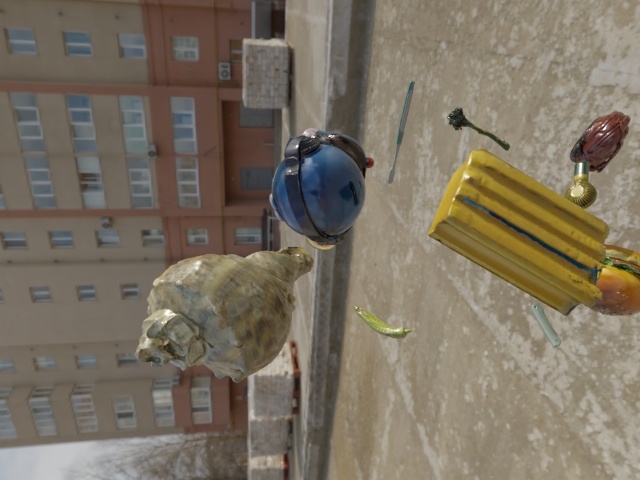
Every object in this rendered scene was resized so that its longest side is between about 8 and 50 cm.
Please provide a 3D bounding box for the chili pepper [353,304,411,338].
[{"bbox_3d":[0.185,0.265,1.465,0.043,0.208,0.049,-42,-41,-38],"label":"chili pepper"}]

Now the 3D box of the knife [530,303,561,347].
[{"bbox_3d":[0.798,0.296,1.653,0.023,0.044,0.162,74,175,-62],"label":"knife"}]

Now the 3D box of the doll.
[{"bbox_3d":[0.005,-0.139,1.159,0.310,0.240,0.284,-54,-49,-49],"label":"doll"}]

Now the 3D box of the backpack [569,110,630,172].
[{"bbox_3d":[1.030,-0.368,1.705,0.139,0.229,0.229,40,150,17],"label":"backpack"}]

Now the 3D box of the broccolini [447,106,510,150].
[{"bbox_3d":[0.561,-0.382,1.653,0.058,0.254,0.071,-61,5,-8],"label":"broccolini"}]

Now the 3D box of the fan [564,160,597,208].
[{"bbox_3d":[0.759,-0.166,1.368,0.082,0.039,0.155,-14,55,51],"label":"fan"}]

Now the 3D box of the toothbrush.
[{"bbox_3d":[0.130,-0.176,0.770,0.014,0.011,0.167,-144,62,-62],"label":"toothbrush"}]

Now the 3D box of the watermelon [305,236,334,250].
[{"bbox_3d":[-0.004,0.009,2.158,0.069,0.163,0.087,111,-177,-68],"label":"watermelon"}]

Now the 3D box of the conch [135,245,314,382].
[{"bbox_3d":[-0.114,0.101,0.621,0.210,0.291,0.159,-32,77,41],"label":"conch"}]

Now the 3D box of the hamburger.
[{"bbox_3d":[0.874,0.132,1.407,0.170,0.246,0.246,-60,2,-16],"label":"hamburger"}]

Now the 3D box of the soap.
[{"bbox_3d":[0.393,-0.018,0.917,0.204,0.324,0.096,-59,0,-30],"label":"soap"}]
